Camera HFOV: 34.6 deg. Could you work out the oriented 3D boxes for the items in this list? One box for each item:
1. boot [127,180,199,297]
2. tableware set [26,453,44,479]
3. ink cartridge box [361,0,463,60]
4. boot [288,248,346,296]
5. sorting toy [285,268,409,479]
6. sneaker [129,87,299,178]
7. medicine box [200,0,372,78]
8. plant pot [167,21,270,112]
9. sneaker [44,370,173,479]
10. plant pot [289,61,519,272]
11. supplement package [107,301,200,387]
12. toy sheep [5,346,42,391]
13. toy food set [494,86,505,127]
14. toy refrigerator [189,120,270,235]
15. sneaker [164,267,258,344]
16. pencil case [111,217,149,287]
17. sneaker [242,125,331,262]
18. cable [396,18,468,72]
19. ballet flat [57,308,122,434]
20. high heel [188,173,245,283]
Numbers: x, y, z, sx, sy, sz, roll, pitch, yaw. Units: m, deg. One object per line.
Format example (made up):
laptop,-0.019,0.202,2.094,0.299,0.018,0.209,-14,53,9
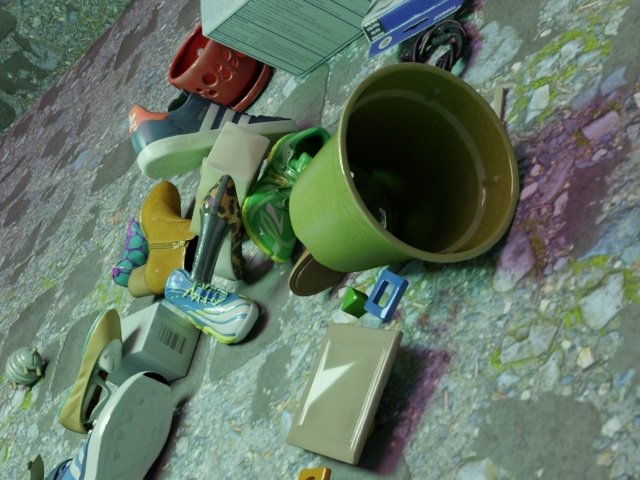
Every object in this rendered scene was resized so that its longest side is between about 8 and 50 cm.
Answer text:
boot,-0.284,-0.020,2.112,0.211,0.104,0.295,-20,48,40
tableware set,-0.500,0.464,1.780,0.020,0.168,0.141,-1,24,7
ink cartridge box,0.178,-0.450,1.874,0.223,0.045,0.224,-24,32,37
boot,0.000,0.000,1.664,0.197,0.073,0.152,-45,27,-10
sorting toy,0.039,0.207,1.385,0.196,0.047,0.347,-4,62,61
sneaker,-0.201,-0.222,1.946,0.131,0.350,0.148,-46,64,45
medicine box,-0.051,-0.489,2.052,0.289,0.263,0.149,-30,55,38
plant pot,-0.227,-0.389,2.340,0.191,0.174,0.191,-37,32,28
sneaker,-0.394,0.378,1.778,0.236,0.130,0.323,-8,57,49
plant pot,0.089,-0.069,1.436,0.254,0.276,0.276,-31,33,57
supplement package,-0.323,0.202,1.898,0.179,0.105,0.105,-24,41,43
toy sheep,-0.685,0.292,2.384,0.132,0.091,0.091,-46,28,26
toy food set,0.196,-0.165,1.574,0.192,0.038,0.132,-30,36,38
toy refrigerator,-0.173,-0.098,1.887,0.269,0.094,0.102,117,177,-62
sneaker,-0.206,0.111,1.793,0.240,0.126,0.091,4,63,59
pencil case,-0.411,0.028,2.270,0.064,0.070,0.151,-31,34,37
sneaker,-0.053,-0.094,1.807,0.123,0.109,0.295,-31,34,43
cable,0.190,-0.299,1.740,0.150,0.047,0.184,-37,27,21
ballet flat,-0.389,0.235,1.818,0.073,0.080,0.232,27,100,22
high heel,-0.162,-0.025,1.819,0.261,0.093,0.186,-29,-45,-83
